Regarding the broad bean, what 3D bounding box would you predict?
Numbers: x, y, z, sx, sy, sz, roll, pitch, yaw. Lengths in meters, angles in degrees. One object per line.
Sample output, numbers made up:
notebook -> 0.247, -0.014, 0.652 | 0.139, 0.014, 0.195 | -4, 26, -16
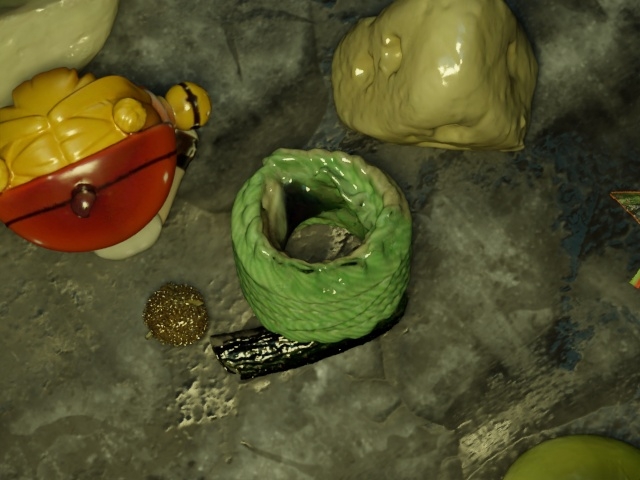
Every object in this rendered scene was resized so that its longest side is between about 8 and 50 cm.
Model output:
broad bean -> 0.327, 0.355, 1.473 | 0.291, 0.119, 0.238 | 40, 85, 9

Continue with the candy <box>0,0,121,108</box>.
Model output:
candy -> -0.447, -0.289, 1.565 | 0.427, 0.186, 0.386 | 30, 65, 28

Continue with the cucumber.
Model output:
cucumber -> -0.007, 0.114, 1.560 | 0.245, 0.067, 0.067 | -15, 80, 0

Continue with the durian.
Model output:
durian -> -0.177, 0.094, 1.571 | 0.091, 0.080, 0.080 | -42, 81, 12

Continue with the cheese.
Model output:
cheese -> 0.125, -0.200, 1.521 | 0.251, 0.248, 0.174 | 6, 80, 10

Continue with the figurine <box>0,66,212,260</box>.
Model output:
figurine -> -0.263, -0.078, 1.473 | 0.320, 0.323, 0.196 | -26, 79, -1

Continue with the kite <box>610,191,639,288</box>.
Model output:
kite -> 0.434, -0.002, 1.582 | 0.159, 0.010, 0.190 | -39, 79, -2

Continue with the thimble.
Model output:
thimble -> 0.000, 0.000, 1.507 | 0.219, 0.150, 0.219 | -1, 53, 2
